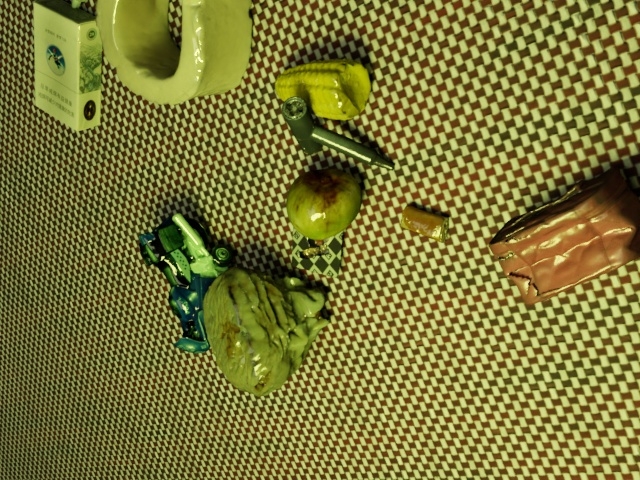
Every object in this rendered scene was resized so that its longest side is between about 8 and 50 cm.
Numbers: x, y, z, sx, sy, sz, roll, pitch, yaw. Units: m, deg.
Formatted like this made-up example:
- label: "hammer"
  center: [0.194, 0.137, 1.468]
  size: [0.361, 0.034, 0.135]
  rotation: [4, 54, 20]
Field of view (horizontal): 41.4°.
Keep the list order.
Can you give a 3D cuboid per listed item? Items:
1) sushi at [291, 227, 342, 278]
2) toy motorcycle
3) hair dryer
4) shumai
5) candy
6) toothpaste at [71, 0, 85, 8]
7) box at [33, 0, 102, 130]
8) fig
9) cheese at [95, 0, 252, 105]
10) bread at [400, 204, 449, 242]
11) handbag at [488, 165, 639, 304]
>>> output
- label: "sushi"
  center: [0.000, 0.000, 1.642]
  size: [0.120, 0.026, 0.126]
  rotation: [15, 109, 35]
- label: "toy motorcycle"
  center: [-0.264, 0.107, 1.787]
  size: [0.125, 0.196, 0.331]
  rotation: [-27, 93, 53]
- label: "hair dryer"
  center: [0.035, -0.174, 1.476]
  size: [0.194, 0.173, 0.050]
  rotation: [22, 82, 16]
- label: "shumai"
  center: [-0.100, 0.168, 1.682]
  size: [0.189, 0.218, 0.256]
  rotation: [-38, 70, 64]
- label: "candy"
  center: [-0.006, -0.269, 1.491]
  size: [0.198, 0.094, 0.106]
  rotation: [15, 138, 45]
- label: "toothpaste"
  center: [-0.496, -0.591, 1.812]
  size: [0.064, 0.041, 0.218]
  rotation: [48, 128, 22]
- label: "box"
  center: [-0.576, -0.401, 1.930]
  size: [0.164, 0.069, 0.257]
  rotation: [30, 127, 28]
- label: "fig"
  center: [0.003, -0.068, 1.539]
  size: [0.153, 0.136, 0.121]
  rotation: [-2, 124, 53]
- label: "cheese"
  center: [-0.273, -0.437, 1.607]
  size: [0.292, 0.153, 0.332]
  rotation: [28, 125, 29]
- label: "bread"
  center: [0.181, -0.029, 1.469]
  size: [0.083, 0.036, 0.047]
  rotation: [21, 117, 31]
- label: "handbag"
  center: [0.368, -0.006, 1.247]
  size: [0.225, 0.146, 0.135]
  rotation: [-30, 93, 43]
